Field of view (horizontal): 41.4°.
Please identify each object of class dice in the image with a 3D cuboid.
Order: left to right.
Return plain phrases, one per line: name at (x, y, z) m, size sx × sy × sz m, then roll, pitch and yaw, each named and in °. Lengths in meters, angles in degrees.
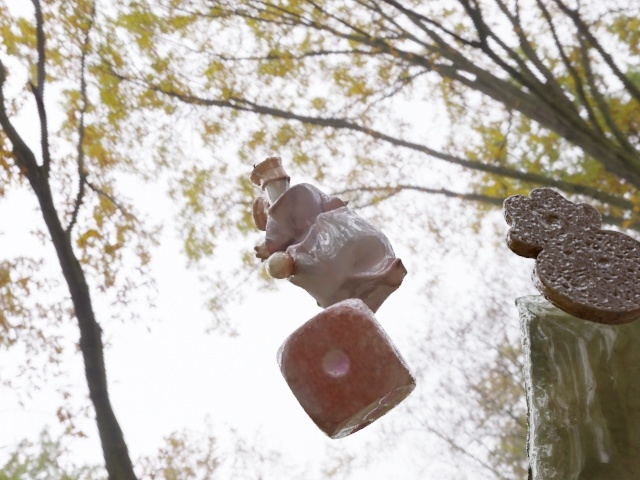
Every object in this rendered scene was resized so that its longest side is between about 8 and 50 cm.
dice at (0.023, 0.112, 0.735) m, size 0.093 × 0.094 × 0.091 m, roll -34°, pitch -19°, yaw 3°

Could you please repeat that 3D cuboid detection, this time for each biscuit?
biscuit at (0.246, 0.014, 0.811) m, size 0.124 × 0.175 × 0.026 m, roll -15°, pitch -43°, yaw -20°

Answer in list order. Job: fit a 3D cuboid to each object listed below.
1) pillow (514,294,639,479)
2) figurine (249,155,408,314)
pillow at (0.326, 0.194, 1.011) m, size 0.185 × 0.302 × 0.075 m, roll -11°, pitch -30°, yaw 27°
figurine at (0.001, 0.000, 1.148) m, size 0.200 × 0.276 × 0.133 m, roll -5°, pitch -49°, yaw -50°
